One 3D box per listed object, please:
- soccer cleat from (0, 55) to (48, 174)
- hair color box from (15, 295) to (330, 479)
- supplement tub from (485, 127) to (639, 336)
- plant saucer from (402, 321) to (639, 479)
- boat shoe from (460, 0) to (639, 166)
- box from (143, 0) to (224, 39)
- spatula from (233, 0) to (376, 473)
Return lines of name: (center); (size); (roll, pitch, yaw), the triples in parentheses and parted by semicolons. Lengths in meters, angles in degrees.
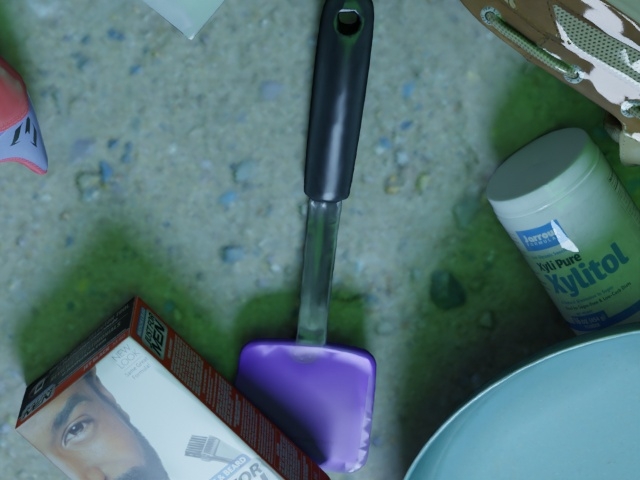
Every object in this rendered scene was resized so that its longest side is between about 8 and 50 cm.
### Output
soccer cleat: (-0.266, -0.024, 1.060); (0.248, 0.083, 0.095); (-28, 115, -1)
hair color box: (-0.082, 0.123, 1.143); (0.093, 0.053, 0.167); (-39, 109, 17)
supplement tub: (0.149, -0.002, 1.132); (0.071, 0.071, 0.107); (-35, 110, 4)
plant saucer: (0.196, 0.162, 1.169); (0.317, 0.044, 0.318); (-1, 126, -1)
boat shoe: (0.208, -0.095, 1.097); (0.324, 0.123, 0.120); (37, 131, -17)
box: (-0.055, -0.244, 1.032); (0.159, 0.044, 0.233); (38, 99, -18)
spatula: (0.000, 0.000, 1.131); (0.084, 0.030, 0.296); (5, 108, -2)
